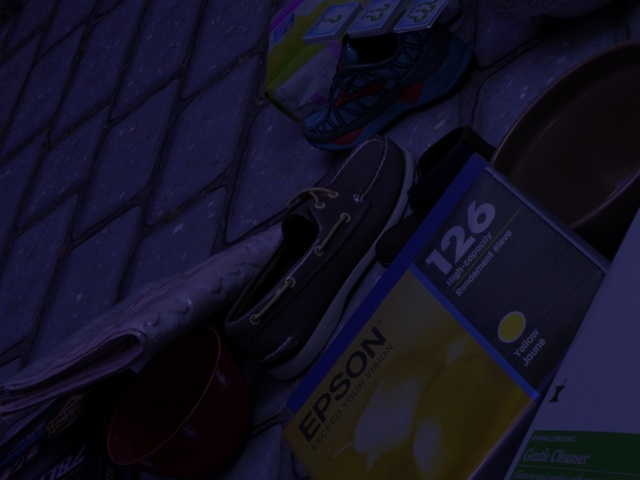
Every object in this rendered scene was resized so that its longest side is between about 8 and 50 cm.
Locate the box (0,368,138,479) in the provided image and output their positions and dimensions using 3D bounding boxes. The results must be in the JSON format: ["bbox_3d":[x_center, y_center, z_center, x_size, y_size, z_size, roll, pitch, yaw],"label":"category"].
[{"bbox_3d":[-0.343,0.324,1.929,0.295,0.073,0.293,-38,25,22],"label":"box"}]

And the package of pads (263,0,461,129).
[{"bbox_3d":[0.053,-0.304,2.122,0.296,0.101,0.229,-38,27,24],"label":"package of pads"}]

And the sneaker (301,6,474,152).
[{"bbox_3d":[0.061,-0.209,1.946,0.262,0.125,0.104,-30,28,35],"label":"sneaker"}]

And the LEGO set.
[{"bbox_3d":[0.098,-0.331,1.908,0.182,0.060,0.244,-2,37,37],"label":"LEGO set"}]

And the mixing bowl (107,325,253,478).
[{"bbox_3d":[-0.141,0.196,1.741,0.181,0.098,0.181,-39,26,23],"label":"mixing bowl"}]

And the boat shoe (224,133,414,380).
[{"bbox_3d":[0.000,0.000,1.787,0.116,0.097,0.324,-5,50,56],"label":"boat shoe"}]

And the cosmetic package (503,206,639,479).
[{"bbox_3d":[0.279,0.097,1.080,0.365,0.155,0.197,-62,16,-17],"label":"cosmetic package"}]

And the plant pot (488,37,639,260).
[{"bbox_3d":[0.265,-0.060,1.421,0.237,0.110,0.237,-37,28,23],"label":"plant pot"}]

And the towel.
[{"bbox_3d":[-0.199,0.087,1.880,0.317,0.053,0.332,-24,8,42],"label":"towel"}]

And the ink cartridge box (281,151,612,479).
[{"bbox_3d":[0.098,0.094,1.324,0.303,0.072,0.307,-54,39,8],"label":"ink cartridge box"}]

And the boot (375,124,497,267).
[{"bbox_3d":[0.117,-0.048,1.651,0.219,0.106,0.082,-29,32,36],"label":"boot"}]

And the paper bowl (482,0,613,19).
[{"bbox_3d":[0.288,-0.365,1.767,0.284,0.148,0.284,-38,27,24],"label":"paper bowl"}]
